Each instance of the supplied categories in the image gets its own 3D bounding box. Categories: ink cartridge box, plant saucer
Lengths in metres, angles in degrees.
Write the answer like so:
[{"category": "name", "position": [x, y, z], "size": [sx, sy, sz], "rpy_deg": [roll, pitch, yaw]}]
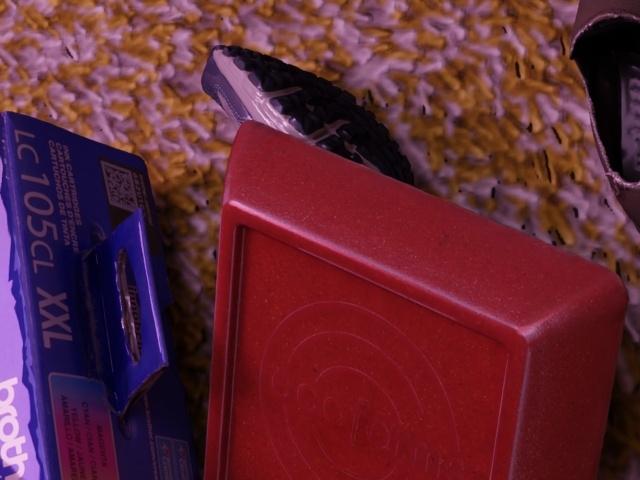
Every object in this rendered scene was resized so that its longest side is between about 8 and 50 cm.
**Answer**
[{"category": "ink cartridge box", "position": [-0.232, 0.097, 1.224], "size": [0.395, 0.151, 0.270], "rpy_deg": [-22, 68, 27]}, {"category": "plant saucer", "position": [0.030, 0.094, 1.067], "size": [0.258, 0.048, 0.259], "rpy_deg": [24, 122, 32]}]

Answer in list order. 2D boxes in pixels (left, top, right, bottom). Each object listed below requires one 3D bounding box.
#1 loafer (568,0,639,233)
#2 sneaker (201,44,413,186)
[{"category": "loafer", "position": [0.188, -0.123, 1.082], "size": [0.094, 0.087, 0.251], "rpy_deg": [-14, 71, 27]}, {"category": "sneaker", "position": [0.000, 0.000, 1.147], "size": [0.122, 0.110, 0.283], "rpy_deg": [-49, 61, 20]}]
